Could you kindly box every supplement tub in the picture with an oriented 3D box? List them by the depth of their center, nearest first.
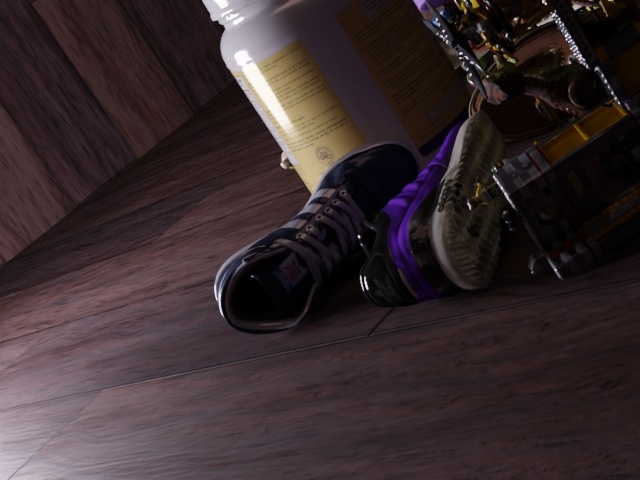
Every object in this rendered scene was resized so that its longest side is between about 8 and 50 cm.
[{"bbox_3d":[0.026,-0.217,1.588,0.241,0.331,0.241,-31,14,9],"label":"supplement tub"}]

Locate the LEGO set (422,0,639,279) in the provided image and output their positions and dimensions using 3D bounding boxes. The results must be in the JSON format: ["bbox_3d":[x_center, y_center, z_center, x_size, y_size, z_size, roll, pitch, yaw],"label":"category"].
[{"bbox_3d":[0.174,-0.129,1.073,0.192,0.331,0.255,-33,34,7],"label":"LEGO set"}]

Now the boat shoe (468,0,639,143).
[{"bbox_3d":[0.297,-0.196,1.369,0.307,0.111,0.104,-30,13,13],"label":"boat shoe"}]

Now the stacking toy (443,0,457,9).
[{"bbox_3d":[0.328,-0.571,2.326,0.350,0.350,0.480,-37,31,-16],"label":"stacking toy"}]

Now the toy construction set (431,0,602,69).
[{"bbox_3d":[0.246,-0.316,1.852,0.327,0.151,0.215,-26,25,13],"label":"toy construction set"}]

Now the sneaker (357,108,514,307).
[{"bbox_3d":[0.107,-0.028,1.246,0.146,0.102,0.293,-26,16,29],"label":"sneaker"}]

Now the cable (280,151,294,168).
[{"bbox_3d":[0.011,-0.169,2.001,0.139,0.072,0.287,-26,15,9],"label":"cable"}]

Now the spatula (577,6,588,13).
[{"bbox_3d":[0.399,-0.393,1.979,0.084,0.030,0.296,-30,15,18],"label":"spatula"}]

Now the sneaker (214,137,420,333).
[{"bbox_3d":[0.000,0.000,1.390,0.282,0.099,0.153,-39,8,5],"label":"sneaker"}]

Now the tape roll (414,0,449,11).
[{"bbox_3d":[0.238,-0.453,1.884,0.275,0.090,0.275,-34,-2,-1],"label":"tape roll"}]

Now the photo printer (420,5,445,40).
[{"bbox_3d":[0.064,-0.311,2.291,0.256,0.107,0.307,-19,20,45],"label":"photo printer"}]
